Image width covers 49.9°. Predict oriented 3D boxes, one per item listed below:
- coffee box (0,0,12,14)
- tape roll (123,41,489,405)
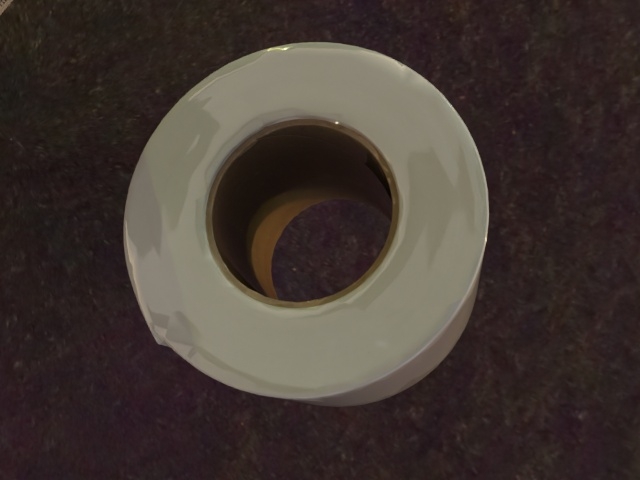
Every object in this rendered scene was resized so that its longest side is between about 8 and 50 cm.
[{"bbox_3d":[-0.290,-0.209,0.326,0.168,0.119,0.297,-58,159,-12],"label":"coffee box"},{"bbox_3d":[0.000,0.000,0.522,0.246,0.169,0.245,-3,75,11],"label":"tape roll"}]
